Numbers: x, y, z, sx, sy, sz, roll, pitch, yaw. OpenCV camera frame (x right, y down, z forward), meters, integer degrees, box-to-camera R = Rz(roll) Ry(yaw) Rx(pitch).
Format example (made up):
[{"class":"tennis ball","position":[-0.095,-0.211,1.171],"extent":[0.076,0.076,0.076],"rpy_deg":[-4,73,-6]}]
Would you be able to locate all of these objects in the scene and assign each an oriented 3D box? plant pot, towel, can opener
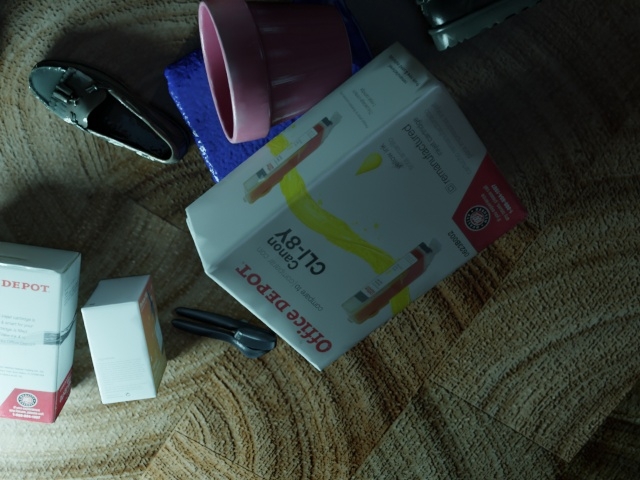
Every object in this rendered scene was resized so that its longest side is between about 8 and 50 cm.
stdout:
[{"class":"plant pot","position":[-0.060,-0.249,1.108],"extent":[0.180,0.201,0.201],"rpy_deg":[-13,108,-13]},{"class":"towel","position":[-0.062,-0.233,1.238],"extent":[0.308,0.076,0.228],"rpy_deg":[-25,100,5]},{"class":"can opener","position":[-0.162,0.151,1.360],"extent":[0.186,0.059,0.073],"rpy_deg":[17,133,2]}]

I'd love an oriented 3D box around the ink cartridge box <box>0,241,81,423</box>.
[{"class":"ink cartridge box","position":[-0.513,0.145,1.307],"extent":[0.197,0.114,0.273],"rpy_deg":[8,108,-4]}]

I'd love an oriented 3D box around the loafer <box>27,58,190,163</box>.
[{"class":"loafer","position":[-0.327,-0.199,1.224],"extent":[0.267,0.084,0.096],"rpy_deg":[27,104,-10]}]

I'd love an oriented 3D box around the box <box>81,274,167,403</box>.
[{"class":"box","position":[-0.320,0.160,1.313],"extent":[0.091,0.130,0.171],"rpy_deg":[-7,108,0]}]

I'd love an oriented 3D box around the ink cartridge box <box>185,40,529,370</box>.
[{"class":"ink cartridge box","position":[0.050,-0.036,1.113],"extent":[0.384,0.160,0.279],"rpy_deg":[-38,127,8]}]

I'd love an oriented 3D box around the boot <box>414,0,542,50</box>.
[{"class":"boot","position":[0.249,-0.457,1.123],"extent":[0.348,0.131,0.260],"rpy_deg":[-25,107,18]}]
